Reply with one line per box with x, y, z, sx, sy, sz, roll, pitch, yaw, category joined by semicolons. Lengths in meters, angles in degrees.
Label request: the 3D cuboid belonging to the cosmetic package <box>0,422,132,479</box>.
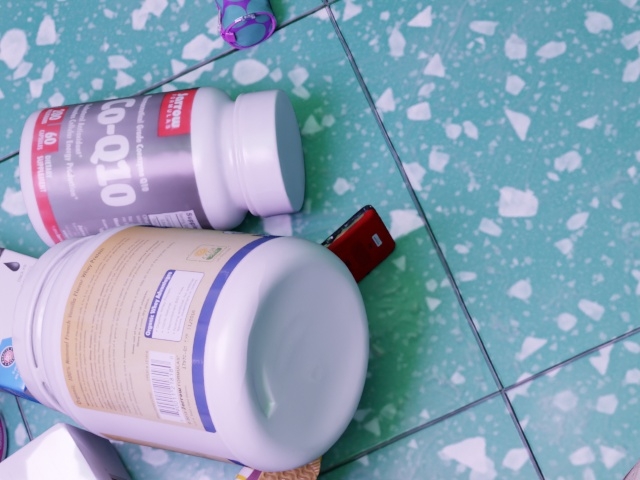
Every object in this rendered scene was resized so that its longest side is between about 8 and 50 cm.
-0.347;0.385;1.590;0.385;0.156;0.217;-36;71;0;cosmetic package

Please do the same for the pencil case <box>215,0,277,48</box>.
-0.107;-0.301;1.783;0.070;0.064;0.152;-16;68;-18;pencil case

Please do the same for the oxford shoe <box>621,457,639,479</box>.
0.364;0.231;1.473;0.140;0.146;0.397;29;83;19;oxford shoe

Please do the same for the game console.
0.000;0.000;1.627;0.124;0.144;0.085;-42;70;-2;game console

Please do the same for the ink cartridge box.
-0.379;0.082;1.723;0.203;0.086;0.148;15;78;16;ink cartridge box

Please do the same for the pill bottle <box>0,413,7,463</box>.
-0.454;0.197;1.601;0.160;0.283;0.160;-3;74;12;pill bottle

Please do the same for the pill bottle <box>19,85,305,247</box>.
-0.170;-0.083;1.683;0.283;0.161;0.161;-7;73;11;pill bottle

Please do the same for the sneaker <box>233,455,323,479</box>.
-0.059;0.260;1.613;0.069;0.084;0.185;44;112;-8;sneaker

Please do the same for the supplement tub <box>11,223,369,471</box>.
-0.135;0.100;1.549;0.316;0.228;0.228;5;74;38;supplement tub
